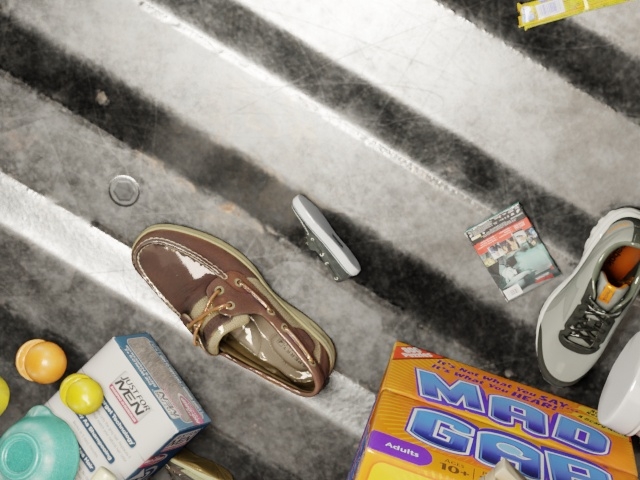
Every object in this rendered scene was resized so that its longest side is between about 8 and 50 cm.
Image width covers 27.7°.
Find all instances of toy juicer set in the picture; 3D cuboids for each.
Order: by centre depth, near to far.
[{"bbox_3d":[-0.375,0.292,1.836,0.209,0.089,0.329,-34,66,8],"label":"toy juicer set"}]

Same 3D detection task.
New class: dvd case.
[{"bbox_3d":[0.268,0.017,1.806,0.087,0.013,0.119,-30,100,17],"label":"dvd case"}]

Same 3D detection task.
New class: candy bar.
[{"bbox_3d":[0.333,-0.311,1.688,0.162,0.018,0.040,-14,101,14],"label":"candy bar"}]

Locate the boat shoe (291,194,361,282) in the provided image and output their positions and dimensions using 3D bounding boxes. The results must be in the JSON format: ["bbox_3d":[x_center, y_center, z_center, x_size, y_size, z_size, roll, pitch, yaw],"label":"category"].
[{"bbox_3d":[0.000,0.000,1.825,0.040,0.049,0.142,-35,101,18],"label":"boat shoe"}]

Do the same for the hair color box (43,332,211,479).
[{"bbox_3d":[-0.344,0.312,1.921,0.347,0.105,0.174,-43,74,19],"label":"hair color box"}]

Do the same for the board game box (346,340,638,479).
[{"bbox_3d":[0.197,0.408,1.760,0.356,0.356,0.356,19,110,3],"label":"board game box"}]

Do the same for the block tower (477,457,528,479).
[{"bbox_3d":[0.123,0.403,1.533,0.091,0.097,0.335,45,108,-7],"label":"block tower"}]

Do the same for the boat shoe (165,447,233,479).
[{"bbox_3d":[-0.209,0.345,1.963,0.152,0.056,0.049,28,104,-1],"label":"boat shoe"}]

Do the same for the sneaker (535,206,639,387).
[{"bbox_3d":[0.369,0.085,1.763,0.100,0.108,0.271,23,111,0],"label":"sneaker"}]

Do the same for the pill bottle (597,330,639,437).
[{"bbox_3d":[0.554,0.253,1.743,0.334,0.188,0.188,25,110,1],"label":"pill bottle"}]

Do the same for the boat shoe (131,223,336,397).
[{"bbox_3d":[-0.129,0.105,1.838,0.342,0.123,0.123,40,109,-5],"label":"boat shoe"}]
